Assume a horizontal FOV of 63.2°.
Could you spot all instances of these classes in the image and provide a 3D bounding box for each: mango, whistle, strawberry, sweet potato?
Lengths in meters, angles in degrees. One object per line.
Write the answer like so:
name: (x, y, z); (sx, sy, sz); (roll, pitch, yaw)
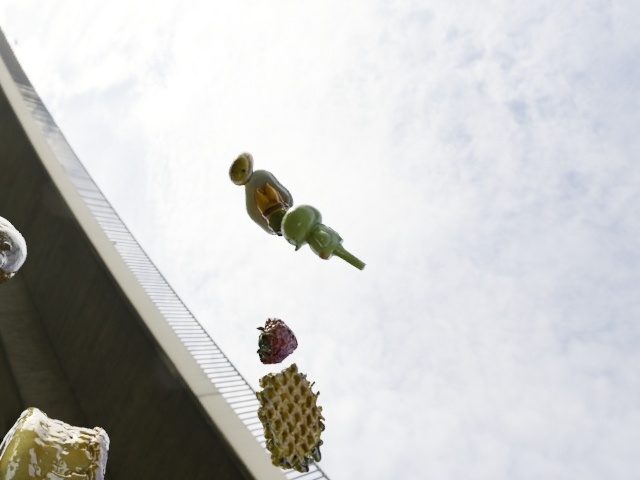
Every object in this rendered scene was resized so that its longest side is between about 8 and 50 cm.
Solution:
mango: (-0.250, -0.235, 1.668); (0.161, 0.076, 0.103); (-87, -164, -61)
whistle: (-0.009, 0.006, 1.512); (0.294, 0.141, 0.141); (49, -65, 12)
strawberry: (-0.120, 0.303, 1.530); (0.085, 0.140, 0.192); (2, -52, 27)
sweet potato: (-0.663, 0.013, 1.004); (0.370, 0.158, 0.157); (10, -90, 34)

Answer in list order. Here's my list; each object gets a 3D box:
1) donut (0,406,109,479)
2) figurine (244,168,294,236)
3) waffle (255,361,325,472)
donut: (-0.350, 0.375, 0.603); (0.330, 0.160, 0.330); (-50, -156, 32)
figurine: (-0.161, -0.105, 1.728); (0.167, 0.250, 0.141); (-32, -152, -1)
waffle: (-0.089, 0.537, 1.564); (0.062, 0.329, 0.329); (-21, -109, 31)
